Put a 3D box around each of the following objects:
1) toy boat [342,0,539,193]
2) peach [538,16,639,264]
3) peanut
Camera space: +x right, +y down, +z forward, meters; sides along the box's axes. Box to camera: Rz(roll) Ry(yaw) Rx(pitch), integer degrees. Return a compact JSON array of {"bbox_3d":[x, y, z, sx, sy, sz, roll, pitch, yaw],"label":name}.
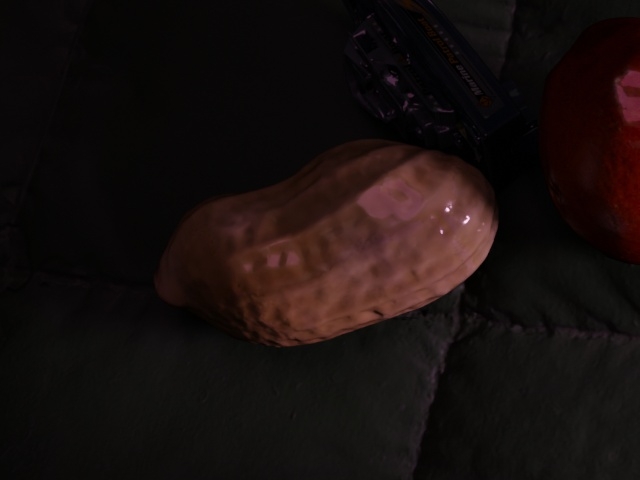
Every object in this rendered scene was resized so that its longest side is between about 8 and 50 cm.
[{"bbox_3d":[0.095,-0.169,1.863,0.122,0.114,0.296,-31,58,-11],"label":"toy boat"},{"bbox_3d":[0.295,-0.097,1.700,0.199,0.243,0.243,-17,59,0],"label":"peach"},{"bbox_3d":[0.002,0.005,1.773,0.340,0.158,0.174,-22,79,8],"label":"peanut"}]
